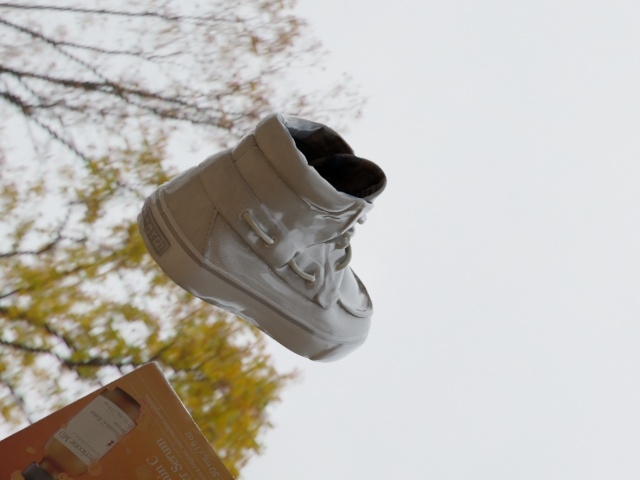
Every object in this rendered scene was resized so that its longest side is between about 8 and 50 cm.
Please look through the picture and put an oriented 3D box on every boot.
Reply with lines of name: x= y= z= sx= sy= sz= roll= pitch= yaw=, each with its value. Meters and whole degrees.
boot: x=0.000 y=0.000 z=0.968 sx=0.123 sy=0.258 sz=0.095 roll=-36 pitch=-117 yaw=15

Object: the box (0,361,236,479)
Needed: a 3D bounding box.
box: x=-0.168 y=0.197 z=1.120 sx=0.130 sy=0.170 sz=0.091 roll=51 pitch=-28 yaw=22
